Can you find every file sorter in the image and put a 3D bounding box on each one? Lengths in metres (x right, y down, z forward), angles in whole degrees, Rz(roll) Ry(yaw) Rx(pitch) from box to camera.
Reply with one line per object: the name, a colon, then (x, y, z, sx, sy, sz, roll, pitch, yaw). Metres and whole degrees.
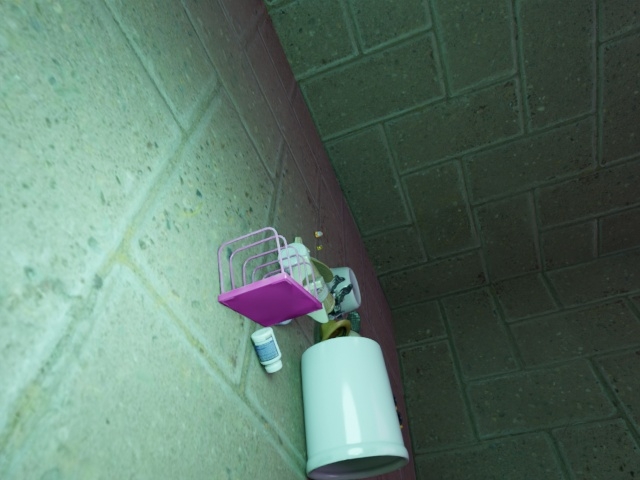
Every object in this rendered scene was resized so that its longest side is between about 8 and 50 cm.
file sorter: (-0.148, 0.112, 1.294, 0.291, 0.202, 0.182, 51, 23, -58)

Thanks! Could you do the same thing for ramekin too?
ramekin: (0.131, 0.268, 2.378, 0.273, 0.127, 0.273, -17, 90, -77)

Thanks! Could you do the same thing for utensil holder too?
utensil holder: (0.099, 0.568, 1.478, 0.328, 0.327, 0.386, 57, 20, -49)

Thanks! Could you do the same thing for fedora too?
fedora: (0.050, 0.407, 1.919, 0.079, 0.194, 0.194, 37, -9, 33)

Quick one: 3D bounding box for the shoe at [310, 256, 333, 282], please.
shoe: (-0.036, 0.109, 1.876, 0.219, 0.077, 0.058, 35, 3, -17)

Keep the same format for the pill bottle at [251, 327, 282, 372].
pill bottle: (-0.156, 0.325, 1.285, 0.067, 0.067, 0.120, -47, 119, -75)

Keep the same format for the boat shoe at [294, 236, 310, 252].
boat shoe: (-0.074, 0.059, 1.946, 0.063, 0.059, 0.170, 38, 38, -68)

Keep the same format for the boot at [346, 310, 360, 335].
boot: (0.187, 0.496, 2.418, 0.161, 0.083, 0.247, -43, 132, -79)

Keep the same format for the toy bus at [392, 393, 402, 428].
toy bus: (0.333, 0.954, 2.396, 0.211, 0.149, 0.221, 18, 53, -55)

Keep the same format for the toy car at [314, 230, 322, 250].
toy car: (0.000, 0.000, 2.355, 0.060, 0.040, 0.122, 43, 32, -65)

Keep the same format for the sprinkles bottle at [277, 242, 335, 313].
sprinkles bottle: (-0.051, 0.167, 1.779, 0.121, 0.121, 0.355, -92, 161, -46)

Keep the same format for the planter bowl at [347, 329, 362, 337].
planter bowl: (0.120, 0.486, 2.064, 0.109, 0.162, 0.162, 50, -4, 39)

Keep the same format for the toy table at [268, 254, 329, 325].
toy table: (-0.082, 0.192, 1.546, 0.274, 0.160, 0.252, -73, 145, -68)

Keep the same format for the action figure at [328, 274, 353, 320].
action figure: (0.050, 0.285, 2.013, 0.164, 0.140, 0.276, 52, -39, 30)
